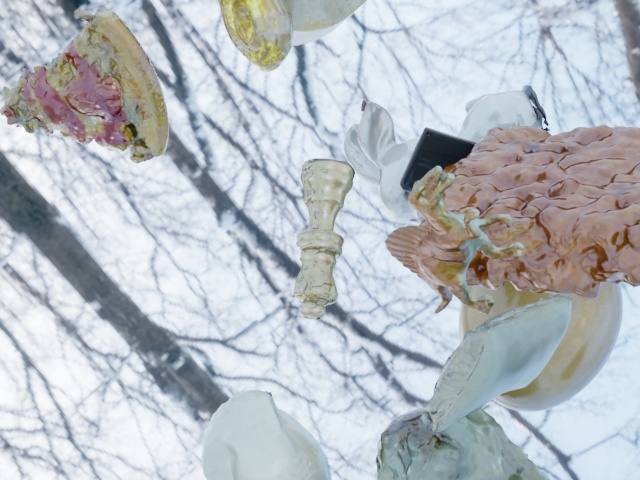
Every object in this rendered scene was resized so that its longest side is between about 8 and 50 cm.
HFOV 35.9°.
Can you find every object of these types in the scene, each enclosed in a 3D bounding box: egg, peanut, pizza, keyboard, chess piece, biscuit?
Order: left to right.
[{"bbox_3d":[-0.274,-0.154,1.092,0.198,0.188,0.062,-12,-147,15],"label":"pizza"},{"bbox_3d":[-0.093,-0.315,1.255,0.087,0.207,0.087,-18,-153,10],"label":"peanut"},{"bbox_3d":[0.000,0.000,1.058,0.060,0.060,0.172,-8,-114,38],"label":"chess piece"},{"bbox_3d":[0.277,-0.081,1.459,0.041,0.381,0.103,46,-64,55],"label":"keyboard"},{"bbox_3d":[0.346,0.123,1.566,0.250,0.250,0.322,-9,-137,38],"label":"egg"},{"bbox_3d":[0.299,-0.047,1.253,0.312,0.111,0.318,4,-147,33],"label":"biscuit"}]

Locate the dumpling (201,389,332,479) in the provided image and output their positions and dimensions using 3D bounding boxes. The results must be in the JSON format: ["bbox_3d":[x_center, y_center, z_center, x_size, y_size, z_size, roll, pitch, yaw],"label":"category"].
[{"bbox_3d":[-0.073,0.324,1.391,0.166,0.216,0.126,-28,-134,11],"label":"dumpling"}]

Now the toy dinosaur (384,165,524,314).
[{"bbox_3d":[0.115,0.019,0.973,0.212,0.142,0.057,-52,-156,46],"label":"toy dinosaur"}]

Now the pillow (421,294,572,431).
[{"bbox_3d":[0.170,0.110,0.929,0.053,0.208,0.119,42,-61,24],"label":"pillow"}]

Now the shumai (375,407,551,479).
[{"bbox_3d":[0.180,0.359,1.326,0.309,0.263,0.304,-23,-166,4],"label":"shumai"}]

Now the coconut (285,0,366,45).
[{"bbox_3d":[-0.039,-0.396,1.376,0.239,0.239,0.244,-37,-173,-4],"label":"coconut"}]

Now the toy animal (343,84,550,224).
[{"bbox_3d":[0.206,-0.125,1.560,0.310,0.183,0.247,-21,-107,6],"label":"toy animal"}]
